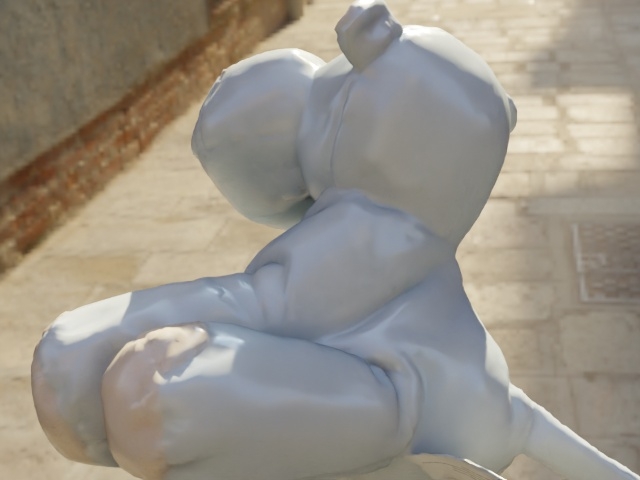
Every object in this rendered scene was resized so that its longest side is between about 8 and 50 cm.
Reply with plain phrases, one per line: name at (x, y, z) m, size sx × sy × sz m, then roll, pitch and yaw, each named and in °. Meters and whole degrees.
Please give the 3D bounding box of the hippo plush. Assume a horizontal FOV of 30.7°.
hippo plush at (0.000, 0.000, 0.572) m, size 0.294 × 0.236 × 0.234 m, roll 1°, pitch -9°, yaw 39°
